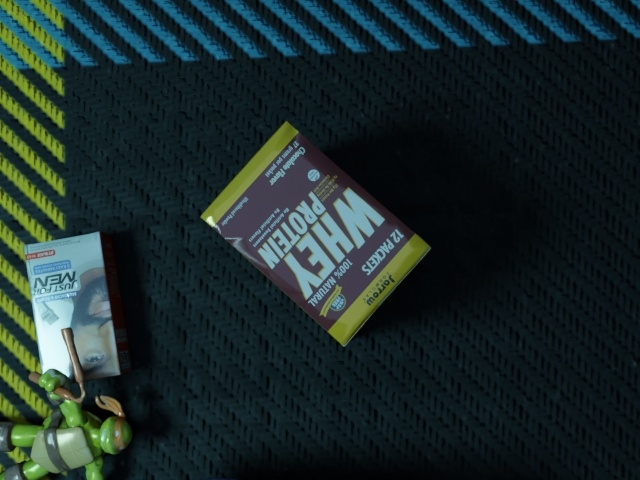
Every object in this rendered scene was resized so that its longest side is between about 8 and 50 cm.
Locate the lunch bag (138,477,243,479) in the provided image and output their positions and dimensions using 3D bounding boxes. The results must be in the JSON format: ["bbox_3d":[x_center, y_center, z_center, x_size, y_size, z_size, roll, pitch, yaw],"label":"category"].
[{"bbox_3d":[-0.038,0.434,0.849,0.328,0.239,0.385,0,92,5],"label":"lunch bag"}]

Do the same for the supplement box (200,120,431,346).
[{"bbox_3d":[0.000,0.000,0.900,0.191,0.194,0.129,42,88,6],"label":"supplement box"}]

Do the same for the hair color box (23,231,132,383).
[{"bbox_3d":[-0.282,0.080,0.981,0.093,0.053,0.167,-11,86,2],"label":"hair color box"}]

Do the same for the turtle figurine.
[{"bbox_3d":[-0.303,0.221,0.946,0.218,0.087,0.269,-12,113,9],"label":"turtle figurine"}]
